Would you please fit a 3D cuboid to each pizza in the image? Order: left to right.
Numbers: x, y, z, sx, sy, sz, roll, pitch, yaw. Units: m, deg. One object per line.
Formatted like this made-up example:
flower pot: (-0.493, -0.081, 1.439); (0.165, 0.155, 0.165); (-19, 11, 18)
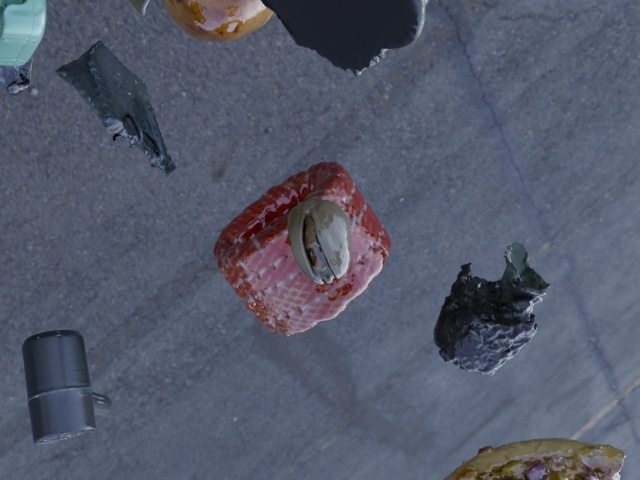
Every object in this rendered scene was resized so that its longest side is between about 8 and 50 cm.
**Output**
pizza: (0.253, 0.383, 0.842); (0.409, 0.277, 0.114); (-19, 141, -21)

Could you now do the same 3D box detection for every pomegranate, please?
pomegranate: (-0.190, -0.492, 1.301); (0.248, 0.248, 0.248); (-22, 140, -20)

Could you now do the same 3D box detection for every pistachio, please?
pistachio: (0.000, 0.000, 1.171); (0.113, 0.113, 0.149); (-12, 94, -30)

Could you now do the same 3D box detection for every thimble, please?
thimble: (-0.038, 0.013, 1.480); (0.350, 0.350, 0.230); (-37, 108, -1)

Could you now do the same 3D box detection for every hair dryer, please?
hair dryer: (-0.306, 0.193, 0.888); (0.072, 0.124, 0.219); (-13, 161, -2)

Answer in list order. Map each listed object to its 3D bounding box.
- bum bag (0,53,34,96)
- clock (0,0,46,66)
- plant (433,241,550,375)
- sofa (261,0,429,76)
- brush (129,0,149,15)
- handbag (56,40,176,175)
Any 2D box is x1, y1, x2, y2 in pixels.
bum bag: (-0.651, -0.382, 1.312); (0.248, 0.069, 0.102); (37, 86, -30)
clock: (-0.416, -0.335, 0.917); (0.060, 0.188, 0.148); (-6, 171, -36)
plant: (0.266, 0.106, 1.070); (0.131, 0.142, 0.203); (22, 113, -19)
sofa: (0.066, -0.258, 0.539); (0.200, 0.258, 0.182); (-37, 118, -16)
brush: (-0.467, -0.608, 1.555); (0.048, 0.282, 0.054); (-16, 149, -49)
handbag: (-0.324, -0.208, 1.150); (0.089, 0.175, 0.270); (-32, 166, 3)
